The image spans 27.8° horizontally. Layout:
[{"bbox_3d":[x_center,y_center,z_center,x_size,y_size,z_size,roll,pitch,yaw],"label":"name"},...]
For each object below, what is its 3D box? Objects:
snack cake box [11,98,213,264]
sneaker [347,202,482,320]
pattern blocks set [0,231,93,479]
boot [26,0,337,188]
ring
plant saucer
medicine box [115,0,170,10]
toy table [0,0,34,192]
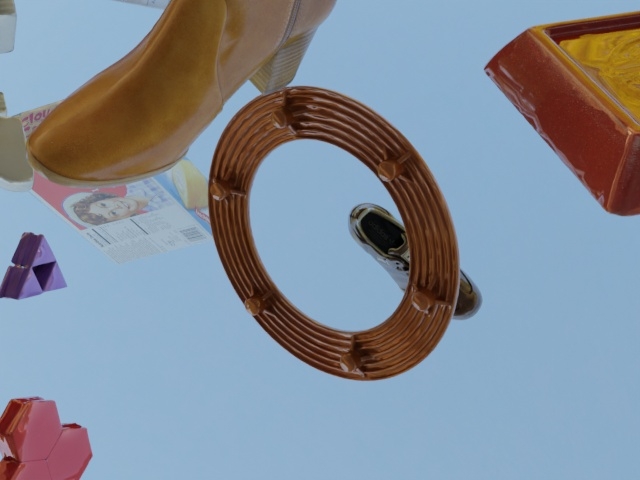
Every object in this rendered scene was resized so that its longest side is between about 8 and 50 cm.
[{"bbox_3d":[-0.258,-0.076,1.632,0.152,0.264,0.089,-13,-121,18],"label":"snack cake box"},{"bbox_3d":[0.105,0.027,1.486,0.188,0.071,0.066,37,-89,5],"label":"sneaker"},{"bbox_3d":[-0.252,0.097,0.697,0.026,0.285,0.325,12,-151,33],"label":"pattern blocks set"},{"bbox_3d":[-0.094,-0.174,0.980,0.104,0.211,0.295,42,-130,20],"label":"boot"},{"bbox_3d":[0.000,0.000,1.378,0.336,0.337,0.032,28,-145,27],"label":"ring"},{"bbox_3d":[0.287,-0.119,0.980,0.258,0.048,0.259,-10,-146,-11],"label":"plant saucer"},{"bbox_3d":[-0.247,-0.440,1.571,0.289,0.263,0.149,6,-142,-25],"label":"medicine box"},{"bbox_3d":[-0.384,-0.159,1.261,0.160,0.252,0.274,-11,-99,-21],"label":"toy table"}]
